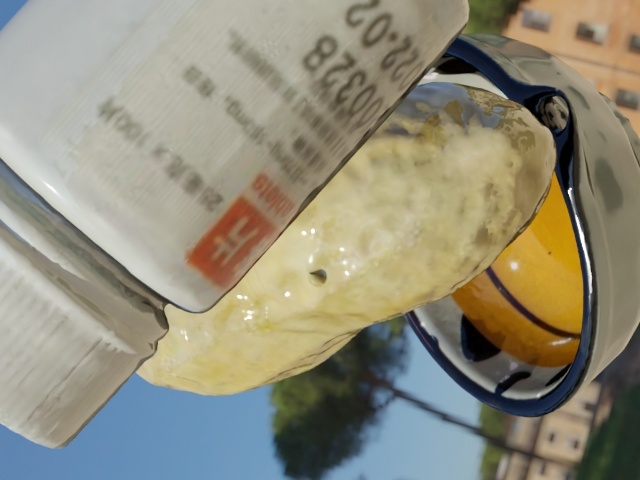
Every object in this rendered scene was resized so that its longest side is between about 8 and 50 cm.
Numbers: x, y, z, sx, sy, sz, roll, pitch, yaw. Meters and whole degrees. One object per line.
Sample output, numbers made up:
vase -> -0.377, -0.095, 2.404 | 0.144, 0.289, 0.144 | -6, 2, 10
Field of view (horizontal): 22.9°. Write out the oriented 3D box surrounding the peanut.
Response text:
peanut -> 0.000, 0.000, 0.935 | 0.313, 0.149, 0.149 | -30, 20, 36

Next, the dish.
dish -> 0.144, -0.028, 1.099 | 0.120, 0.303, 0.303 | -19, -44, -26

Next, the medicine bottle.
medicine bottle -> -0.069, -0.048, 0.643 | 0.252, 0.144, 0.144 | -46, -15, -3
